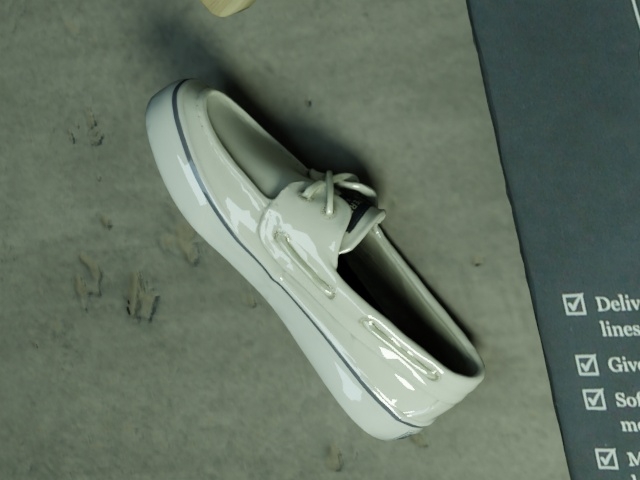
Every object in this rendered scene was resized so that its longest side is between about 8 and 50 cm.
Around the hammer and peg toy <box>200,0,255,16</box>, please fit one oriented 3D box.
[{"bbox_3d":[-0.031,-0.331,0.996,0.266,0.127,0.361,51,127,8],"label":"hammer and peg toy"}]

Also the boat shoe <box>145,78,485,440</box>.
[{"bbox_3d":[0.000,0.000,1.129,0.088,0.096,0.267,-36,89,33],"label":"boat shoe"}]

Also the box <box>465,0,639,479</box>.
[{"bbox_3d":[0.253,-0.080,0.856,0.293,0.212,0.395,-3,108,34],"label":"box"}]
